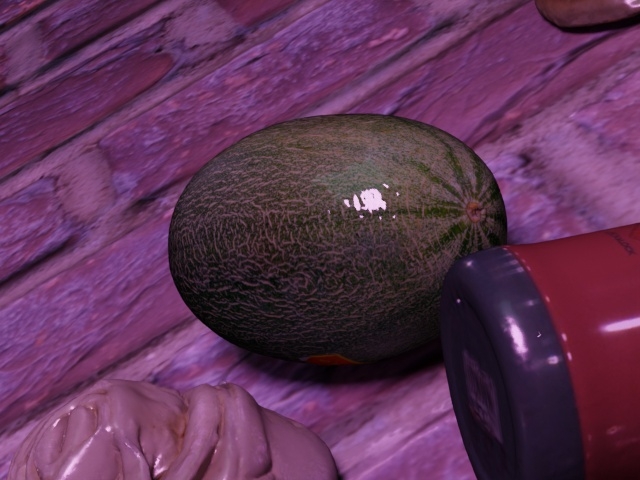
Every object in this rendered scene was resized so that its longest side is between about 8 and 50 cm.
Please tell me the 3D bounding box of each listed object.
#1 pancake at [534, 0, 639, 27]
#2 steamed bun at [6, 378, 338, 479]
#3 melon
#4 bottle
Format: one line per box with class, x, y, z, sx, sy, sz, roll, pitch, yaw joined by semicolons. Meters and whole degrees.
pancake;0.305;-0.273;1.352;0.236;0.042;0.222;-19;30;19
steamed bun;-0.118;0.162;0.964;0.218;0.144;0.211;3;43;43
melon;0.000;0.000;1.069;0.287;0.182;0.182;-3;39;37
bottle;0.240;0.044;0.758;0.336;0.144;0.144;-12;28;-8
